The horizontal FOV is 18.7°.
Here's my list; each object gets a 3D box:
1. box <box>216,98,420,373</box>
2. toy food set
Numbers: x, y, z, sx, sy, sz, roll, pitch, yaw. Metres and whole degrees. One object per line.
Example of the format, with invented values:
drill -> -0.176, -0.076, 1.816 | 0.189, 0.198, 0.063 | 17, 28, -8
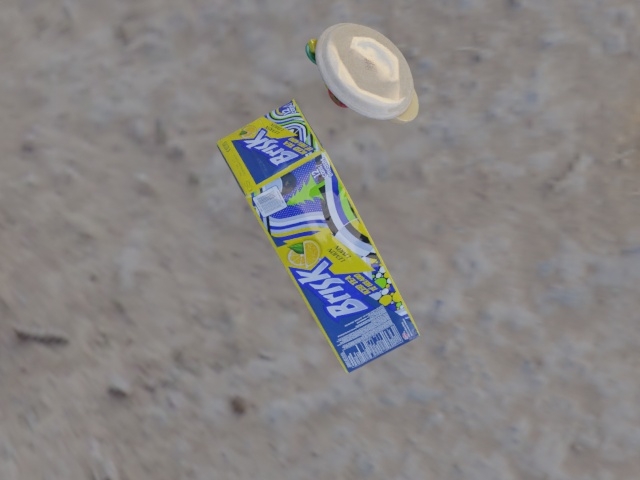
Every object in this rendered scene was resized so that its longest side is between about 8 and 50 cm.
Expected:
box -> 0.000, 0.000, 1.151 | 0.054, 0.059, 0.169 | -29, 133, -1
toy food set -> 0.031, -0.119, 1.365 | 0.083, 0.020, 0.082 | -4, 63, -36
